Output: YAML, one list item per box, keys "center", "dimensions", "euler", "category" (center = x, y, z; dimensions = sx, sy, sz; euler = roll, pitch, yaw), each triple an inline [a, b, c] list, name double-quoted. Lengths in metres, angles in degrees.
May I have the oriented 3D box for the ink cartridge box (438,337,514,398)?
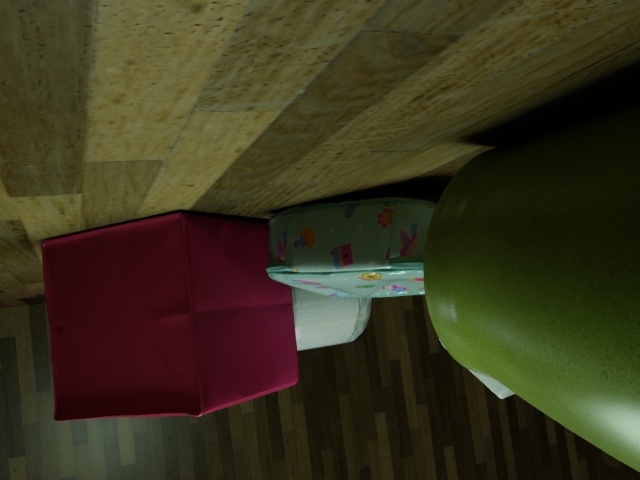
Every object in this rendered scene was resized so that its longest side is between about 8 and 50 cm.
- center: [0.319, 0.052, 0.839]
  dimensions: [0.211, 0.289, 0.121]
  euler: [-1, -144, -46]
  category: "ink cartridge box"

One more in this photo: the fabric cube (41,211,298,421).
- center: [-0.207, 0.111, 0.923]
  dimensions: [0.254, 0.259, 0.258]
  euler: [-8, 174, 24]
  category: "fabric cube"

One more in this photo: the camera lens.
- center: [-0.057, 0.096, 1.179]
  dimensions: [0.274, 0.219, 0.219]
  euler: [-5, 174, -24]
  category: "camera lens"

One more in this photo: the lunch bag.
- center: [0.083, 0.022, 0.886]
  dimensions: [0.279, 0.107, 0.224]
  euler: [-3, 164, 32]
  category: "lunch bag"

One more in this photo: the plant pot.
- center: [0.285, 0.031, 0.516]
  dimensions: [0.366, 0.366, 0.353]
  euler: [-4, -174, -36]
  category: "plant pot"

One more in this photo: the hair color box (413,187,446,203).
- center: [0.213, -0.050, 0.931]
  dimensions: [0.141, 0.043, 0.072]
  euler: [-2, 173, -35]
  category: "hair color box"
